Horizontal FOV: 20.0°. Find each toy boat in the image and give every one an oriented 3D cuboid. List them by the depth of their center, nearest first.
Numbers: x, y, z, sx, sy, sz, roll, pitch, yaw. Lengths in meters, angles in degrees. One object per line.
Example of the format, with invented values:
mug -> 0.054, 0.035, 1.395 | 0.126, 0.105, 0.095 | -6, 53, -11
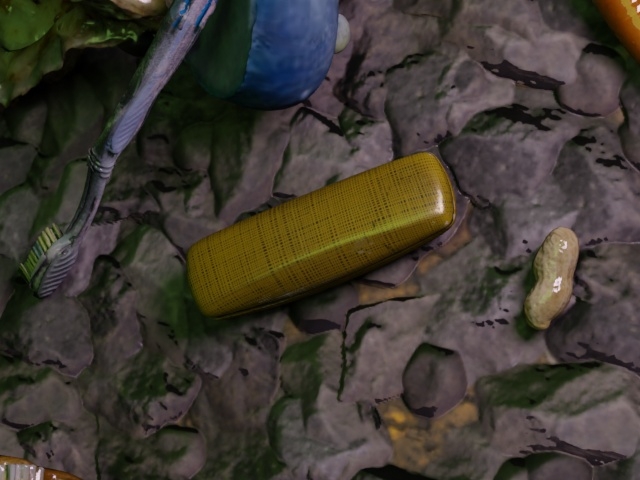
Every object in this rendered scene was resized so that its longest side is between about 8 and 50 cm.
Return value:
toy boat -> -0.057, -0.267, 1.520 | 0.215, 0.123, 0.330 | -45, 59, 56

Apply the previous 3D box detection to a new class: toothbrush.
toothbrush -> -0.157, -0.103, 1.493 | 0.042, 0.035, 0.413 | 51, 125, 26

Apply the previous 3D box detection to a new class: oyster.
oyster -> -0.257, -0.216, 1.570 | 0.337, 0.197, 0.133 | 4, 36, 45

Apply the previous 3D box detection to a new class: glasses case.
glasses case -> 0.000, 0.000, 1.485 | 0.234, 0.064, 0.079 | -22, 69, 15

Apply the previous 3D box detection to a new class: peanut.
peanut -> 0.182, 0.030, 1.424 | 0.037, 0.037, 0.083 | 13, 80, 23

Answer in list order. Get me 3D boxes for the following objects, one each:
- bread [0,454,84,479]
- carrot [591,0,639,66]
bread -> -0.281, 0.234, 1.459 | 0.192, 0.210, 0.109 | -8, 70, 19
carrot -> 0.235, -0.220, 1.457 | 0.062, 0.066, 0.271 | -38, 61, 57
